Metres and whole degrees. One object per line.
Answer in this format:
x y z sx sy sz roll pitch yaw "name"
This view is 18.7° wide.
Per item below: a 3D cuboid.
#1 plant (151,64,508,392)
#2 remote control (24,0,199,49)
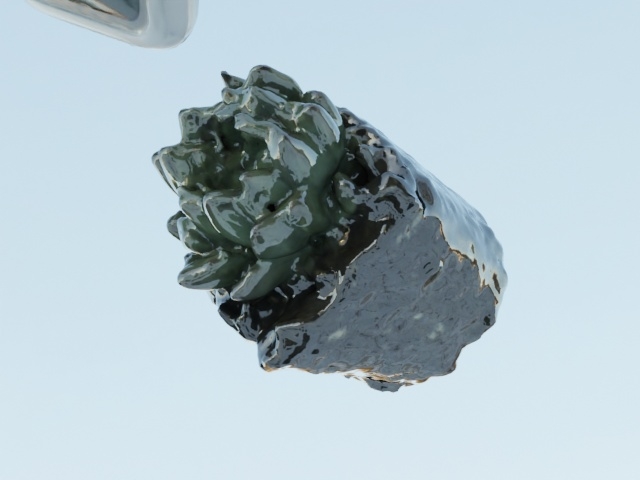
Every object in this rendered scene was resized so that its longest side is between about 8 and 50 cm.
0.000 0.000 1.020 0.194 0.129 0.132 29 -81 -40 "plant"
-0.064 -0.171 0.477 0.029 0.067 0.261 -29 -51 -41 "remote control"
